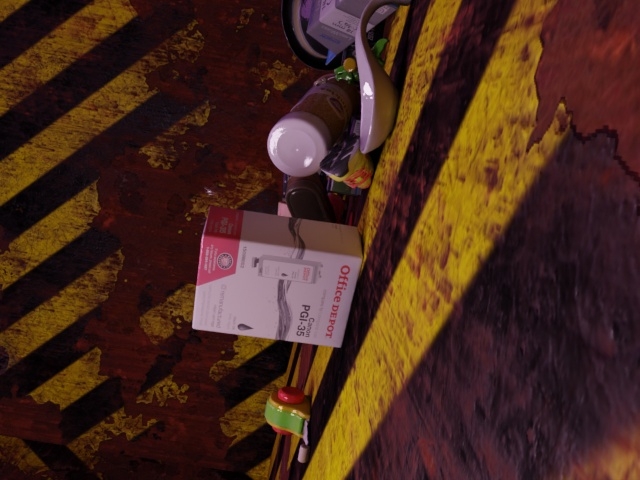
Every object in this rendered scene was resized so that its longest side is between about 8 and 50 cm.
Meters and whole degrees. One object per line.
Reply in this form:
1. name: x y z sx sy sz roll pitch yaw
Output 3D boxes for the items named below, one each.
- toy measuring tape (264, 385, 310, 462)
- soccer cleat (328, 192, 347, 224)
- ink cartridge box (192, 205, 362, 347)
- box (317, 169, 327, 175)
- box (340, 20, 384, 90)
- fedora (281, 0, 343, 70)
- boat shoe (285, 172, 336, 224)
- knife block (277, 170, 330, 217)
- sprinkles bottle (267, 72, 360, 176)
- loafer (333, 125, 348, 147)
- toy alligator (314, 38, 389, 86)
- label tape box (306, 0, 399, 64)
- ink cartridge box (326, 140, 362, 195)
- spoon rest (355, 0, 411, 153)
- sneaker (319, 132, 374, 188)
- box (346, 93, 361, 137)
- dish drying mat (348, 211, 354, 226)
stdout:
1. toy measuring tape: -0.083 0.443 1.642 0.330 0.121 0.122 -99 19 -80
2. soccer cleat: 0.000 0.000 1.670 0.083 0.095 0.248 -103 23 -72
3. ink cartridge box: -0.078 0.067 1.222 0.117 0.282 0.207 -94 13 -61
4. box: 0.028 -0.237 1.759 0.102 0.087 0.101 -84 -16 -55
5. box: 0.097 -0.463 1.565 0.147 0.077 0.180 119 161 -81
6. fedora: 0.050 -0.648 1.884 0.152 0.333 0.334 25 107 55
7. boat shoe: -0.007 -0.041 1.533 0.307 0.110 0.105 82 -170 -45
8. knife block: -0.060 -0.053 1.704 0.276 0.088 0.242 -58 -39 -20
9. sprinkles bottle: -0.006 -0.255 1.420 0.355 0.121 0.121 -64 -12 -59
10. loafer: 0.026 -0.325 1.678 0.269 0.101 0.092 -82 -2 -51
11. toy alligator: 0.071 -0.349 1.382 0.056 0.189 0.051 -25 -91 -59
12. label tape box: 0.055 -0.549 1.417 0.333 0.105 0.241 -14 65 64
13. ink cartridge box: 0.057 -0.155 1.456 0.209 0.062 0.109 -127 47 -85
14. spoon rest: 0.090 -0.277 1.085 0.137 0.084 0.277 125 156 -83
15. sneaker: 0.061 -0.132 1.194 0.094 0.081 0.208 56 -163 -10
16. box: 0.086 -0.280 1.653 0.162 0.029 0.116 -87 8 -55
17. dish drying mat: 0.062 -0.018 1.433 0.032 0.008 0.083 113 167 -72
